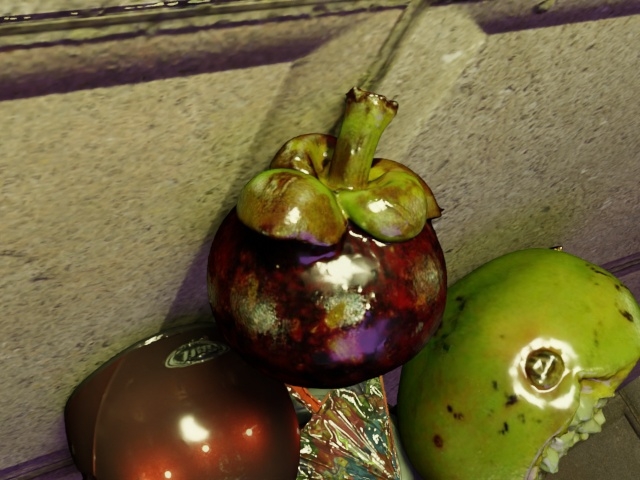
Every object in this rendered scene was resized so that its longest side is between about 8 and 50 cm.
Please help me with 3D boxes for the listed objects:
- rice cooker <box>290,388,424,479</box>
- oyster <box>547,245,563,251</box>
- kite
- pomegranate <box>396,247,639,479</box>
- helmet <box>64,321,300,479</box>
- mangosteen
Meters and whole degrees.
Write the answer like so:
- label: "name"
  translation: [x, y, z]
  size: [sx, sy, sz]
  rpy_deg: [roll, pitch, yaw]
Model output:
- label: "rice cooker"
  translation: [0.019, 0.303, 1.188]
  size: [0.280, 0.241, 0.227]
  rpy_deg: [-47, 158, -1]
- label: "oyster"
  translation: [0.256, 0.053, 1.207]
  size: [0.132, 0.029, 0.086]
  rpy_deg: [-37, 164, 12]
- label: "kite"
  translation: [0.022, 0.205, 1.065]
  size: [0.232, 0.189, 0.009]
  rpy_deg: [-46, 173, -32]
- label: "pomegranate"
  translation: [0.206, 0.152, 1.100]
  size: [0.310, 0.216, 0.358]
  rpy_deg: [-54, 173, -9]
- label: "helmet"
  translation: [-0.114, 0.179, 0.844]
  size: [0.189, 0.193, 0.216]
  rpy_deg: [-15, 113, -33]
- label: "mangosteen"
  translation: [0.000, 0.011, 0.639]
  size: [0.172, 0.172, 0.184]
  rpy_deg: [-28, 133, -1]
